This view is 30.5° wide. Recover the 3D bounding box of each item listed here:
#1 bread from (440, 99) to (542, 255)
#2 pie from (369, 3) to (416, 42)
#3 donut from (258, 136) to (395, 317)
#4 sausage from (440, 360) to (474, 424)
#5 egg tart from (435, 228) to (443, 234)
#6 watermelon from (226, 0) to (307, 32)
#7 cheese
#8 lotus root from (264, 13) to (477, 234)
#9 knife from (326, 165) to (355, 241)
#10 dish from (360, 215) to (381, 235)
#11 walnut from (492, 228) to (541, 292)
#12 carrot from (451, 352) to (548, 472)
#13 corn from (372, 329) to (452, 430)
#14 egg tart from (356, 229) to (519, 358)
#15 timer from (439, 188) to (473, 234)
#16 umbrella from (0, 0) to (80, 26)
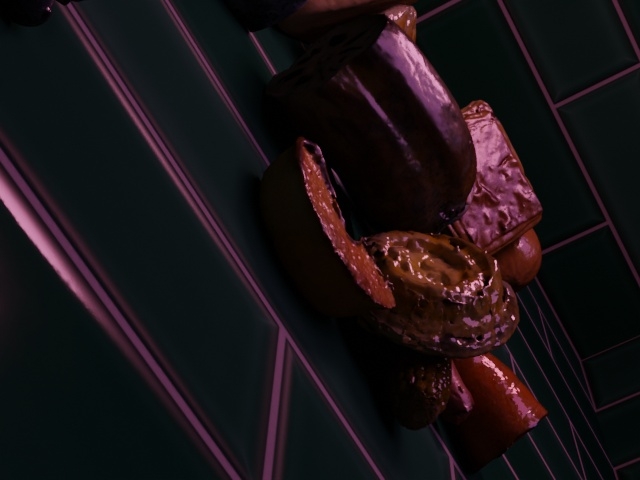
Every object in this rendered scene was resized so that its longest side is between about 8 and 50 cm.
[{"bbox_3d":[0.327,-0.122,2.678,0.325,0.277,0.167,59,-25,0],"label":"bread"},{"bbox_3d":[0.119,-0.289,2.238,0.337,0.075,0.338,13,90,-70],"label":"pie"},{"bbox_3d":[-0.003,-0.004,1.514,0.259,0.101,0.152,64,15,-3],"label":"donut"},{"bbox_3d":[0.160,0.154,1.882,0.304,0.078,0.078,66,14,8],"label":"sausage"},{"bbox_3d":[0.167,-0.086,2.211,0.074,0.191,0.191,-29,94,-37],"label":"egg tart"},{"bbox_3d":[-0.096,-0.482,1.874,0.213,0.319,0.290,-140,-134,-58],"label":"watermelon"},{"bbox_3d":[0.043,-0.463,2.188,0.384,0.383,0.104,-19,90,-76],"label":"cheese"},{"bbox_3d":[0.099,-0.162,1.821,0.346,0.250,0.250,54,16,-17],"label":"lotus root"},{"bbox_3d":[0.010,-0.108,1.901,0.044,0.026,0.297,21,44,-53],"label":"knife"},{"bbox_3d":[0.105,-0.062,2.082,0.191,0.066,0.191,55,16,-25],"label":"dish"},{"bbox_3d":[0.421,0.012,2.834,0.203,0.203,0.298,55,14,-33],"label":"walnut"},{"bbox_3d":[0.257,0.257,1.966,0.225,0.159,0.159,53,13,7],"label":"carrot"},{"bbox_3d":[0.134,0.149,1.715,0.119,0.119,0.322,57,16,-25],"label":"corn"},{"bbox_3d":[0.156,0.059,1.672,0.279,0.278,0.095,-94,-163,-57],"label":"egg tart"},{"bbox_3d":[0.245,-0.076,2.422,0.175,0.175,0.255,54,18,-35],"label":"timer"},{"bbox_3d":[-0.255,-0.328,1.163,0.349,0.143,0.094,-86,-167,-49],"label":"umbrella"}]
